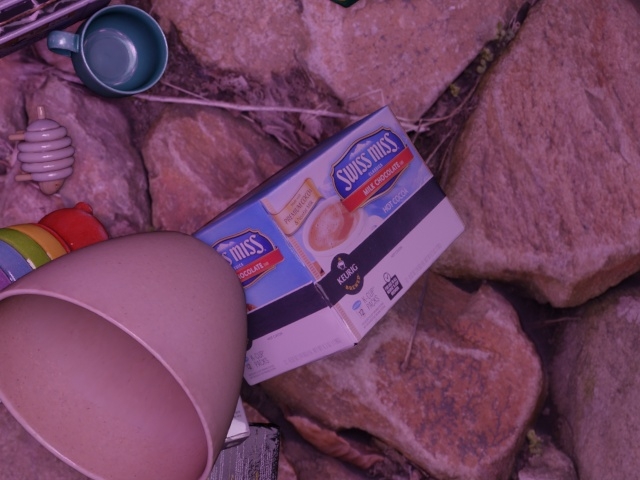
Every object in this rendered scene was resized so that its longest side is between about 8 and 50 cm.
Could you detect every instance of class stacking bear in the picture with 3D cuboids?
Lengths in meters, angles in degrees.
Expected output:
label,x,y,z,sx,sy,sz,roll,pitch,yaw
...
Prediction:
label,x,y,z,sx,sy,sz,roll,pitch,yaw
stacking bear,-0.408,0.046,1.397,0.289,0.164,0.175,-40,117,-50

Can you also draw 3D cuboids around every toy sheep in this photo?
label,x,y,z,sx,sy,sz,roll,pitch,yaw
toy sheep,-0.401,-0.130,1.474,0.091,0.091,0.132,-11,110,-18

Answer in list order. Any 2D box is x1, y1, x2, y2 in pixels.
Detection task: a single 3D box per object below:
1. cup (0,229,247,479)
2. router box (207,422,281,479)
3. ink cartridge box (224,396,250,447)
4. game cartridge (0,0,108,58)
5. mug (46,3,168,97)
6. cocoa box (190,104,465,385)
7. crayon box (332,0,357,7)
label,x,y,z,sx,sy,sz,roll,pitch,yaw
cup,-0.220,0.123,1.271,0.331,0.331,0.237,48,45,-11
router box,-0.134,0.370,1.558,0.133,0.046,0.179,5,86,-16
ink cartridge box,-0.178,0.202,1.470,0.086,0.153,0.209,-15,75,-16
game cartridge,-0.420,-0.302,1.413,0.297,0.198,0.062,-29,98,-14
mug,-0.311,-0.284,1.494,0.157,0.097,0.129,41,74,-22
cocoa box,0.000,0.000,1.454,0.228,0.231,0.347,57,43,-7
crayon box,-0.041,-0.506,1.608,0.278,0.081,0.165,21,81,-16
